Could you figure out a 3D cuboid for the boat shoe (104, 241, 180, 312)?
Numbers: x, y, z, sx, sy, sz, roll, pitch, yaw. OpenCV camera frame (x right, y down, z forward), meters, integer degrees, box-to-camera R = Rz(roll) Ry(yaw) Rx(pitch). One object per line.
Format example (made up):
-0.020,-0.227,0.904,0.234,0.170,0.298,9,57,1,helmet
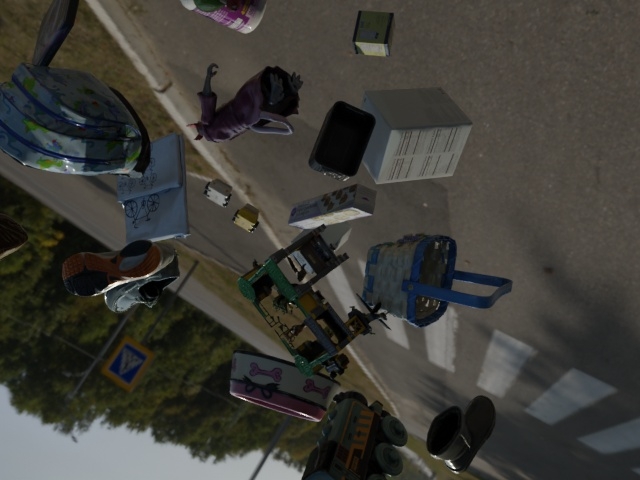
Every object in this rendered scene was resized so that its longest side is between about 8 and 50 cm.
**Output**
-0.467,0.124,1.574,0.116,0.319,0.099,-5,-118,-50,boat shoe

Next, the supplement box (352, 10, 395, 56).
0.125,-0.482,1.401,0.083,0.083,0.056,9,169,13,supplement box

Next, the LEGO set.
-0.007,0.124,1.343,0.331,0.192,0.255,48,144,11,LEGO set

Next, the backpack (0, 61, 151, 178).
-0.605,-0.284,1.439,0.290,0.355,0.273,51,128,15,backpack

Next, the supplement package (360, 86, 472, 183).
0.264,-0.314,1.785,0.198,0.262,0.199,102,151,-43,supplement package

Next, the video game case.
-0.621,-0.509,1.412,0.026,0.196,0.274,19,151,-37,video game case

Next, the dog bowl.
-0.141,0.525,2.147,0.408,0.150,0.408,16,161,6,dog bowl

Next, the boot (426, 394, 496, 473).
0.282,0.367,1.204,0.076,0.190,0.208,13,153,36,boot

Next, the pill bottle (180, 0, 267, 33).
-0.330,-0.776,1.864,0.301,0.169,0.169,12,-179,-35,pill bottle

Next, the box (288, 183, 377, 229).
0.024,-0.081,1.552,0.067,0.063,0.324,20,164,-29,box

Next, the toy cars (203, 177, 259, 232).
-0.332,-0.146,2.343,0.176,0.087,0.394,20,163,32,toy cars

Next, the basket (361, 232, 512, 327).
0.252,0.089,1.310,0.289,0.201,0.255,14,-171,26,basket

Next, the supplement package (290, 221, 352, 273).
0.000,0.000,1.918,0.105,0.179,0.105,41,159,12,supplement package

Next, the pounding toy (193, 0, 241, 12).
-0.230,-0.683,1.599,0.110,0.237,0.183,29,124,10,pounding toy

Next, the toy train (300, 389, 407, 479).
0.078,0.478,1.342,0.190,0.142,0.334,39,-148,-5,toy train

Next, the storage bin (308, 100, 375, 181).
0.056,-0.260,1.590,0.122,0.180,0.084,22,173,-10,storage bin

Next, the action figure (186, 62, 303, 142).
-0.220,-0.344,1.699,0.370,0.276,0.248,-22,153,27,action figure

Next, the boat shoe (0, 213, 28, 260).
-0.750,0.035,1.242,0.123,0.123,0.342,49,-168,-9,boat shoe

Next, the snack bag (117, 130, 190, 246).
-0.555,-0.155,1.965,0.323,0.343,0.037,-9,173,34,snack bag

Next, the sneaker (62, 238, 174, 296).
-0.443,0.061,1.335,0.262,0.099,0.121,-11,178,16,sneaker
